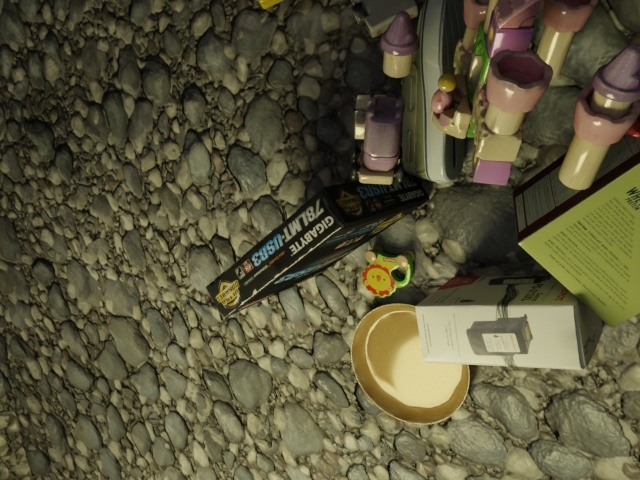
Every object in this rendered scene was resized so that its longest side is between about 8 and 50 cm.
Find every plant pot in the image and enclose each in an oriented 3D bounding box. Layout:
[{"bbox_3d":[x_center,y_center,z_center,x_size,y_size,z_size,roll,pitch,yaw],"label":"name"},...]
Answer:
[{"bbox_3d":[0.166,0.225,1.170,0.237,0.032,0.236,9,108,30],"label":"plant pot"}]

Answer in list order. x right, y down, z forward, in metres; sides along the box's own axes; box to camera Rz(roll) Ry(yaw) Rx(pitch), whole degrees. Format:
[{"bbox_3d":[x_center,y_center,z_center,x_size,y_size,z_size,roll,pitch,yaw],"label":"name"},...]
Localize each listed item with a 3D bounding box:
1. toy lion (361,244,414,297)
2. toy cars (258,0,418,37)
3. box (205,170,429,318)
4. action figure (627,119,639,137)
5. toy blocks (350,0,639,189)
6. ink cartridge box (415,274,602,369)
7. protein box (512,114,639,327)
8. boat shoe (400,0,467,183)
[{"bbox_3d":[0.122,0.061,1.157,0.100,0.034,0.096,8,114,30],"label":"toy lion"},{"bbox_3d":[0.002,-0.434,1.059,0.394,0.087,0.176,23,78,24],"label":"toy cars"},{"bbox_3d":[0.000,0.000,1.055,0.293,0.296,0.073,-39,79,33],"label":"box"},{"bbox_3d":[0.401,-0.223,0.637,0.139,0.092,0.280,-126,21,-45],"label":"action figure"},{"bbox_3d":[0.197,-0.242,0.740,0.309,0.288,0.260,2,142,2],"label":"toy blocks"},{"bbox_3d":[0.293,0.120,0.975,0.237,0.172,0.100,-4,101,33],"label":"ink cartridge box"},{"bbox_3d":[0.404,-0.029,0.843,0.200,0.136,0.201,39,125,-16],"label":"protein box"},{"bbox_3d":[0.171,-0.238,0.998,0.094,0.109,0.302,10,110,35],"label":"boat shoe"}]
